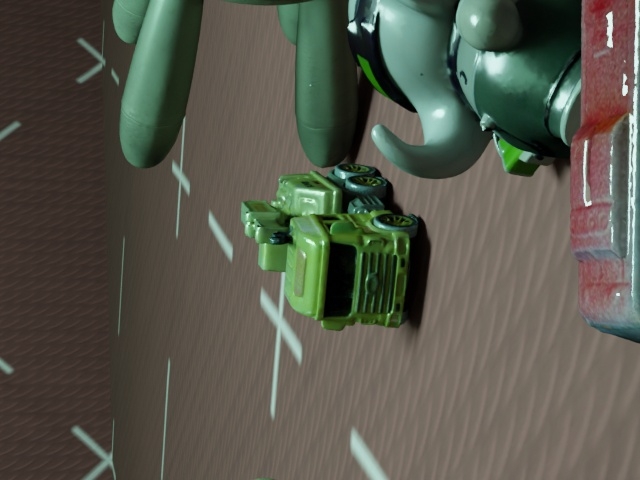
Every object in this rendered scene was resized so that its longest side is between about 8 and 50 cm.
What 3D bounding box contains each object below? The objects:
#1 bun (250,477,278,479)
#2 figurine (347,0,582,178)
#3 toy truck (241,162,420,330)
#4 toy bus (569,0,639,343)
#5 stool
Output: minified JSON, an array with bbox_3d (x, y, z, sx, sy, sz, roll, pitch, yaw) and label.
[{"bbox_3d":[0.006,0.287,0.636,0.349,0.227,0.352,149,124,-74],"label":"bun"},{"bbox_3d":[0.072,-0.094,0.638,0.192,0.147,0.126,48,118,45],"label":"figurine"},{"bbox_3d":[0.000,0.000,0.959,0.169,0.100,0.077,-121,33,-66],"label":"toy truck"},{"bbox_3d":[0.128,-0.055,0.492,0.065,0.077,0.192,166,106,-78],"label":"toy bus"},{"bbox_3d":[-0.057,-0.177,1.045,0.198,0.195,0.195,99,166,-47],"label":"stool"}]
